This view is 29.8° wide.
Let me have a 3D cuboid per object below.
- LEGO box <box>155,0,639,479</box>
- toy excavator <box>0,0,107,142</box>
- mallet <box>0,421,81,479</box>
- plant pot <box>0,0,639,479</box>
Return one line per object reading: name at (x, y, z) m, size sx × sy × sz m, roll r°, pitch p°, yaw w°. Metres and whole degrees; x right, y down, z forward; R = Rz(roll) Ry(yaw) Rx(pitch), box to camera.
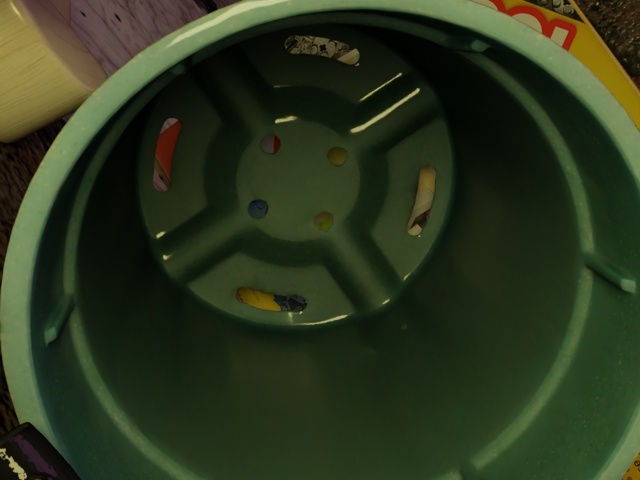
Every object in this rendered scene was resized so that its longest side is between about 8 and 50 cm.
LEGO box at (0.146, 0.024, 1.038) m, size 0.500 × 0.372 × 0.193 m, roll 58°, pitch 14°, yaw 15°
toy excavator at (-0.264, -0.327, 0.891) m, size 0.445 × 0.222 × 0.433 m, roll 60°, pitch 12°, yaw -17°
mallet at (-0.117, 0.097, 0.487) m, size 0.062 × 0.039 × 0.189 m, roll 49°, pitch -18°, yaw 4°
plant pot at (0.000, 0.000, 0.752) m, size 0.341 × 0.341 × 0.334 m, roll 51°, pitch 6°, yaw -16°
